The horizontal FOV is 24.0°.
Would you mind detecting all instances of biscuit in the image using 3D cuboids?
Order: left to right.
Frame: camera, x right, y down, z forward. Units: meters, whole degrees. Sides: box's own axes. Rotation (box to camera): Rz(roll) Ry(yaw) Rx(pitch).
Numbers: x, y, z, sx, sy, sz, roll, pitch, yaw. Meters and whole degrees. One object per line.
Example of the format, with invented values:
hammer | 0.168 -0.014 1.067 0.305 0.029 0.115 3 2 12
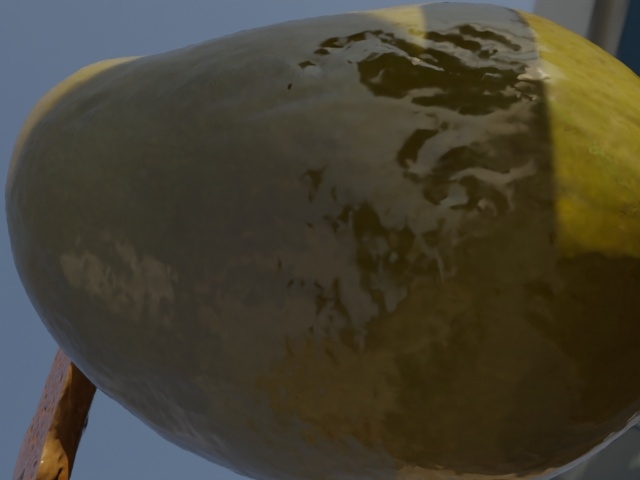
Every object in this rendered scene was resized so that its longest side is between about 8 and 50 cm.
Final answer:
biscuit | -0.165 0.074 1.083 0.036 0.165 0.250 19 -91 -16

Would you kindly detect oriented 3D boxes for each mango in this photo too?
mango | 0.002 0.008 0.609 0.142 0.332 0.195 16 -107 -54
